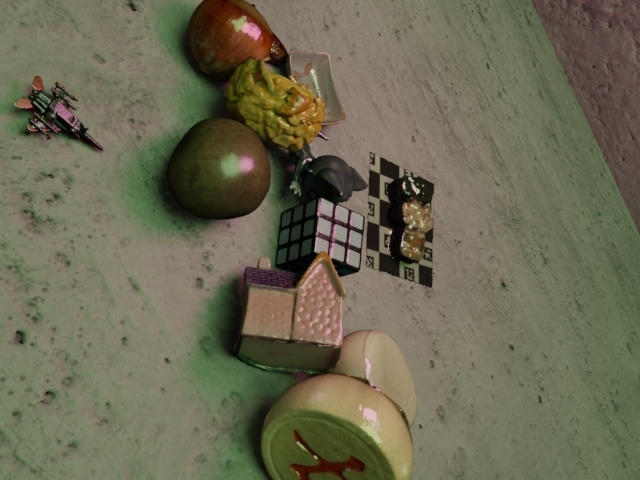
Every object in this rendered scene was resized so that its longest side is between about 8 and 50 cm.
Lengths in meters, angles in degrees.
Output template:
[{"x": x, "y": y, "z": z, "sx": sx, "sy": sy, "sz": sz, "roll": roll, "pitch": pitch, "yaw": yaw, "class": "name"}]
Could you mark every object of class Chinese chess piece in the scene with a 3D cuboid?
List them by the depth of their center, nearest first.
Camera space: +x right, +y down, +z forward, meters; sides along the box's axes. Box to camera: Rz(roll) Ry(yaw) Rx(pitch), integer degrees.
[{"x": 0.035, "y": 0.452, "z": 1.299, "sx": 0.338, "sy": 0.338, "sz": 0.140, "roll": 59, "pitch": 30, "yaw": -10, "class": "Chinese chess piece"}]

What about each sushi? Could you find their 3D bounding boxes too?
[{"x": 0.283, "y": -0.072, "z": 1.818, "sx": 0.296, "sy": 0.100, "sz": 0.373, "roll": 20, "pitch": 65, "yaw": -34, "class": "sushi"}]

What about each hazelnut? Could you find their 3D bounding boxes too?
[{"x": -0.227, "y": -0.500, "z": 1.476, "sx": 0.214, "sy": 0.176, "sz": 0.215, "roll": -1, "pitch": 94, "yaw": -19, "class": "hazelnut"}]

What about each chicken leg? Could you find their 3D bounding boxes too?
[{"x": -0.164, "y": -0.556, "z": 1.618, "sx": 0.234, "sy": 0.063, "sz": 0.105, "roll": 49, "pitch": 56, "yaw": -20, "class": "chicken leg"}]

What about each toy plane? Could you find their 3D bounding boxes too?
[{"x": -0.521, "y": -0.247, "z": 1.224, "sx": 0.189, "sy": 0.061, "sz": 0.130, "roll": 36, "pitch": 56, "yaw": -26, "class": "toy plane"}]

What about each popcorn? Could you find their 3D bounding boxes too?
[{"x": -0.107, "y": -0.323, "z": 1.448, "sx": 0.250, "sy": 0.250, "sz": 0.190, "roll": 37, "pitch": 89, "yaw": -26, "class": "popcorn"}]

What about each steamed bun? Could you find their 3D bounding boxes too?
[{"x": 0.108, "y": 0.367, "z": 1.475, "sx": 0.283, "sy": 0.177, "sz": 0.283, "roll": 46, "pitch": 31, "yaw": -38, "class": "steamed bun"}]

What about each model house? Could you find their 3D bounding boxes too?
[{"x": -0.071, "y": 0.164, "z": 1.390, "sx": 0.236, "sy": 0.202, "sz": 0.238, "roll": 7, "pitch": 60, "yaw": -4, "class": "model house"}]

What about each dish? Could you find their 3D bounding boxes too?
[{"x": -0.025, "y": -0.419, "z": 1.681, "sx": 0.151, "sy": 0.077, "sz": 0.213, "roll": -13, "pitch": 86, "yaw": -40, "class": "dish"}]

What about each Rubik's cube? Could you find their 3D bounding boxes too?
[{"x": 0.000, "y": 0.000, "z": 1.519, "sx": 0.162, "sy": 0.160, "sz": 0.163, "roll": 19, "pitch": 65, "yaw": -34, "class": "Rubik's cube"}]

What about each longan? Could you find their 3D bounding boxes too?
[{"x": -0.227, "y": -0.165, "z": 1.354, "sx": 0.246, "sy": 0.215, "sz": 0.246, "roll": 31, "pitch": 28, "yaw": -19, "class": "longan"}]

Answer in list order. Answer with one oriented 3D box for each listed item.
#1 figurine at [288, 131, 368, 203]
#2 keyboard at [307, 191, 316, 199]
[{"x": -0.004, "y": -0.198, "z": 1.562, "sx": 0.193, "sy": 0.140, "sz": 0.265, "roll": -2, "pitch": 61, "yaw": -62, "class": "figurine"}, {"x": 0.019, "y": -0.161, "z": 1.681, "sx": 0.055, "sy": 0.017, "sz": 0.166, "roll": 53, "pitch": 51, "yaw": -21, "class": "keyboard"}]
